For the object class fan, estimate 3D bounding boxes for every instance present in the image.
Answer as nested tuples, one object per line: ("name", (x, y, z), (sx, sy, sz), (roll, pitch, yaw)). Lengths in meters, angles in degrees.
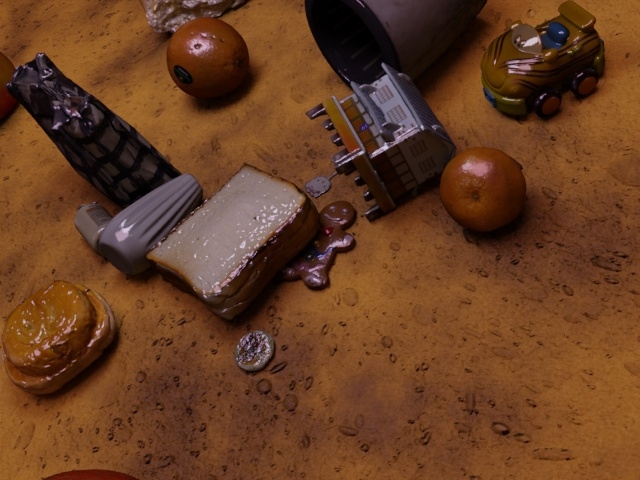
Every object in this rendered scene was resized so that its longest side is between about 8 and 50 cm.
("fan", (0.007, -0.123, 1.798), (0.083, 0.004, 0.056), (-38, 46, -7))

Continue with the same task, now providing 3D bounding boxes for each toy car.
("toy car", (0.432, -0.364, 1.699), (0.248, 0.142, 0.200), (-31, 45, -3))

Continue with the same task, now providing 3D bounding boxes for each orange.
("orange", (-0.268, -0.434, 2.062), (0.206, 0.206, 0.206), (-13, 49, 15))
("orange", (0.292, -0.092, 1.547), (0.155, 0.154, 0.134), (-3, 10, 24))

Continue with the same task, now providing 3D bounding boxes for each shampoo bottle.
("shampoo bottle", (-0.497, -0.034, 1.914), (0.079, 0.079, 0.162), (-41, 47, -10))

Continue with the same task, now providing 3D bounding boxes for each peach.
("peach", (-0.936, -0.422, 2.347), (0.231, 0.231, 0.231), (-13, 49, 15))

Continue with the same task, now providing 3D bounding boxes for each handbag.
("handbag", (-0.500, -0.229, 1.910), (0.162, 0.327, 0.325), (-47, 47, -10))

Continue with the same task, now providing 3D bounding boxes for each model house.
("model house", (0.123, -0.193, 1.666), (0.215, 0.198, 0.224), (-31, 46, 7))

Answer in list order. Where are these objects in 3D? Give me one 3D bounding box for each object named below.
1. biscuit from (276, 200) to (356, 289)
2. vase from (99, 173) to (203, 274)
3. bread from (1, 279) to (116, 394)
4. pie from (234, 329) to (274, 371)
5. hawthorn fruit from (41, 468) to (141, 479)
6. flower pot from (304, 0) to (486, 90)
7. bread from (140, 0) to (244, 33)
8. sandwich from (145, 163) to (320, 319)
("biscuit", (0.000, 0.000, 1.685), (0.138, 0.031, 0.205), (16, 60, 35))
("vase", (-0.347, -0.043, 1.825), (0.128, 0.128, 0.248), (19, 54, 36))
("bread", (-0.524, 0.190, 1.714), (0.236, 0.120, 0.198), (-40, 49, -9))
("pie", (-0.120, 0.202, 1.581), (0.085, 0.017, 0.085), (-14, 49, 16))
("hawthorn fruit", (-0.346, 0.462, 1.365), (0.262, 0.210, 0.210), (-6, 47, -8))
("flower pot", (0.179, -0.502, 1.846), (0.330, 0.293, 0.293), (-39, 47, -15))
("bread", (-0.356, -0.731, 2.336), (0.316, 0.211, 0.270), (-20, 46, 5))
("sandwich", (-0.161, -0.003, 1.704), (0.301, 0.099, 0.271), (-45, 44, -15))
